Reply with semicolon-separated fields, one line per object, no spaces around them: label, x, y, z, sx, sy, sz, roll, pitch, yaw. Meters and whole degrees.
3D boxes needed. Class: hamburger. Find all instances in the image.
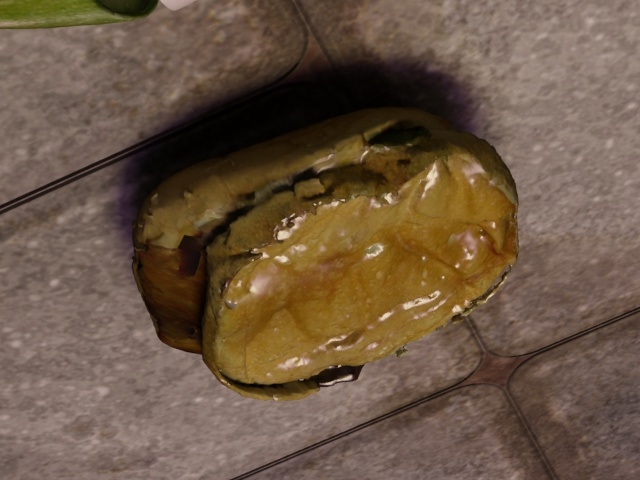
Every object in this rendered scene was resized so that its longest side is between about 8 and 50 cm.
hamburger;0.001;0.001;1.283;0.285;0.134;0.265;-21;142;-9

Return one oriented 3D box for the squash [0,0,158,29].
squash;-0.162;-0.190;0.946;0.123;0.170;0.170;-16;146;21

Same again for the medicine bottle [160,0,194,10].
medicine bottle;-0.028;-0.212;1.041;0.183;0.069;0.119;-29;144;12
